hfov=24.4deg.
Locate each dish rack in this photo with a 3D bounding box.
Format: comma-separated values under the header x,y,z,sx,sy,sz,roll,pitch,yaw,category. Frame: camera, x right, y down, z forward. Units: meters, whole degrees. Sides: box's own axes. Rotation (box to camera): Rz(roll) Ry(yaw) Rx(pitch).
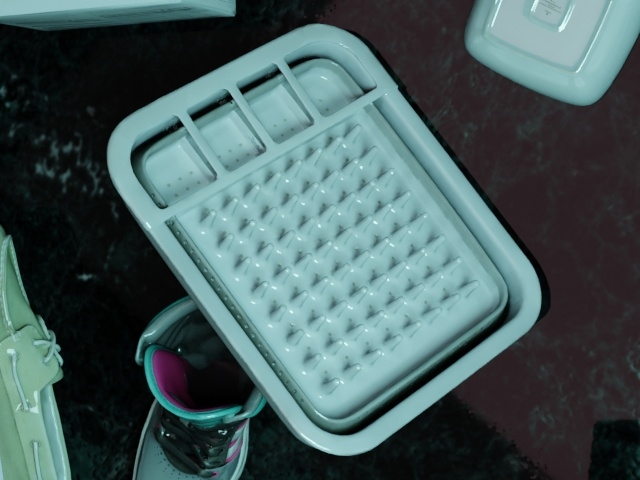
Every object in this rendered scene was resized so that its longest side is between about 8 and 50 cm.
x,y,z,sx,sy,sz,roll,pitch,yaw,category
0.000,0.000,1.250,0.333,0.286,0.072,53,147,8,dish rack

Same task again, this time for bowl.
x,y,z,sx,sy,sz,roll,pitch,yaw,category
0.200,-0.196,1.256,0.142,0.053,0.142,26,101,12,bowl

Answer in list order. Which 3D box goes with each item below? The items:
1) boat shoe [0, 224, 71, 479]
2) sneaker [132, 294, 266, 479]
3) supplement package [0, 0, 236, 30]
x,y,z,sx,sy,sz,roll,pitch,yaw,category
-0.292,0.121,1.409,0.094,0.109,0.302,-3,102,1,boat shoe
-0.107,0.149,1.304,0.124,0.178,0.295,28,102,13,sneaker
-0.200,-0.328,1.315,0.204,0.145,0.261,-2,93,16,supplement package
